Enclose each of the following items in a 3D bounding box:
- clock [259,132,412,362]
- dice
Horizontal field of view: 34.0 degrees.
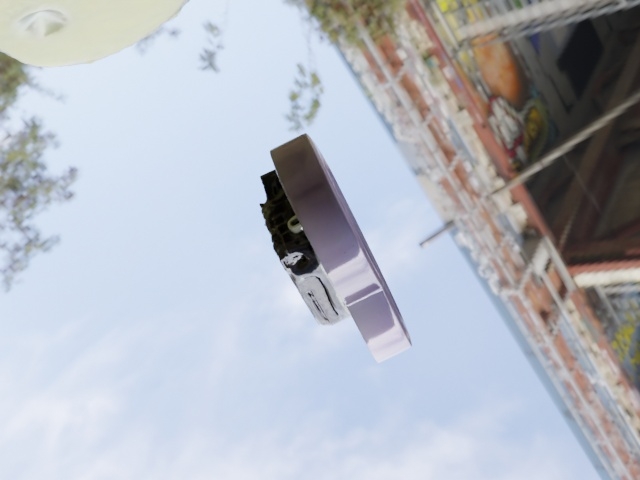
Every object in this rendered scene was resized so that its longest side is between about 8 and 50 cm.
[{"bbox_3d":[0.000,0.000,0.809,0.064,0.198,0.172,-26,-136,2],"label":"clock"},{"bbox_3d":[-0.194,-0.244,0.773,0.169,0.169,0.166,-27,-109,12],"label":"dice"}]
